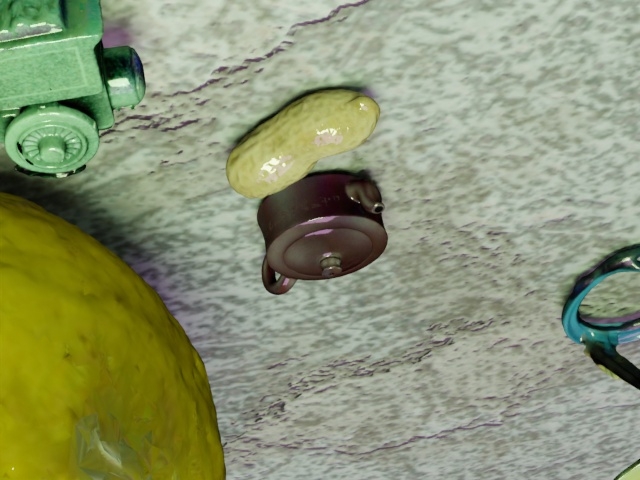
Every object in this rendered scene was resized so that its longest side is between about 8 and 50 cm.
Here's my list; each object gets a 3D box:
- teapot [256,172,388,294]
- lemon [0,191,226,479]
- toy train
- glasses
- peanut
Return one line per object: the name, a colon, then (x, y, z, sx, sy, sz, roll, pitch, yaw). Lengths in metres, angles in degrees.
teapot: (0.000, 0.000, 0.948, 0.068, 0.045, 0.100, 13, 141, -34)
lemon: (-0.180, 0.100, 0.855, 0.253, 0.253, 0.310, -25, 133, 22)
toy train: (-0.160, -0.069, 0.753, 0.172, 0.070, 0.099, -10, 143, -1)
glasses: (0.212, 0.043, 1.004, 0.102, 0.207, 0.239, 37, 132, -7)
peanut: (-0.009, -0.047, 0.872, 0.083, 0.037, 0.037, -24, 148, 25)
